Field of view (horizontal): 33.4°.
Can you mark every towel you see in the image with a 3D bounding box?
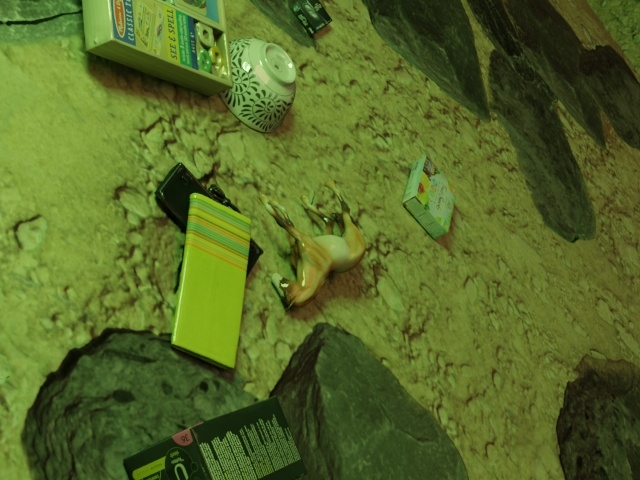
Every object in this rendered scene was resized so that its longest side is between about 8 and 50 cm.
[{"bbox_3d":[-0.147,0.052,1.430,0.102,0.021,0.237,27,51,-32],"label":"towel"}]

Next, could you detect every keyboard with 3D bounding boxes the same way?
[{"bbox_3d":[-0.153,-0.029,1.502,0.180,0.023,0.108,49,40,-18],"label":"keyboard"}]

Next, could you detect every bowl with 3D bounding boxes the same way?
[{"bbox_3d":[-0.092,-0.266,1.718,0.170,0.080,0.170,34,41,-36],"label":"bowl"}]

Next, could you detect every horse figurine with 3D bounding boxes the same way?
[{"bbox_3d":[0.000,0.000,1.646,0.263,0.066,0.175,-14,70,-54],"label":"horse figurine"}]

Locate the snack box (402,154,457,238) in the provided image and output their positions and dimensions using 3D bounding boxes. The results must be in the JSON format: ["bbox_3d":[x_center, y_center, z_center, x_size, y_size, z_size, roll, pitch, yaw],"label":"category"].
[{"bbox_3d":[0.208,-0.082,2.017,0.100,0.037,0.141,47,35,-21],"label":"snack box"}]

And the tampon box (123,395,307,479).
[{"bbox_3d":[-0.119,0.260,1.225,0.161,0.120,0.102,-8,72,-56],"label":"tampon box"}]

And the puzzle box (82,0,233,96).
[{"bbox_3d":[-0.247,-0.439,1.568,0.272,0.052,0.409,11,68,-56],"label":"puzzle box"}]

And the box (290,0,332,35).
[{"bbox_3d":[-0.017,-0.426,2.002,0.067,0.018,0.083,55,33,-8],"label":"box"}]
